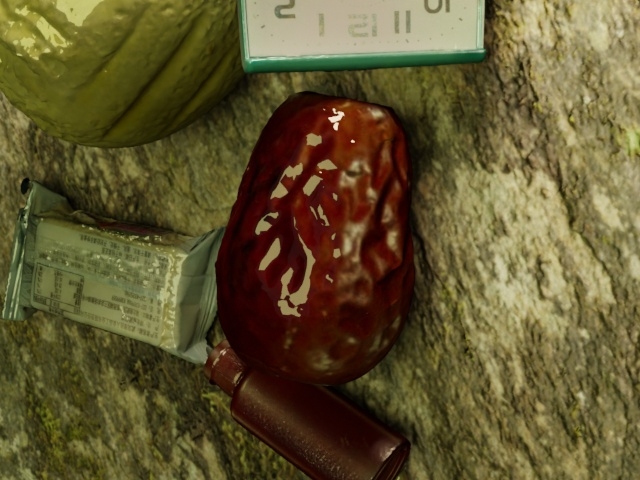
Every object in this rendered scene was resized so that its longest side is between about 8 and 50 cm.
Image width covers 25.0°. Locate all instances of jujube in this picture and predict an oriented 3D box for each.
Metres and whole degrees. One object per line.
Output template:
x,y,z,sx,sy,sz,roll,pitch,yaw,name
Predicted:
0.000,0.000,1.585,0.223,0.223,0.318,12,95,25,jujube

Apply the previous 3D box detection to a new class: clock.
0.038,-0.298,1.525,0.262,0.116,0.231,-4,102,-10,clock

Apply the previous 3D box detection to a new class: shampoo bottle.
-0.024,0.204,1.681,0.260,0.064,0.102,33,83,27,shampoo bottle

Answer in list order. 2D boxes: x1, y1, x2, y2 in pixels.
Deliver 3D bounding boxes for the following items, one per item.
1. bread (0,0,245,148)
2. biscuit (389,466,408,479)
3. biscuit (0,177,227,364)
-0.213,-0.252,1.596,0.320,0.320,0.237,-46,72,25,bread
0.012,0.357,1.716,0.250,0.032,0.133,-20,87,28,biscuit
-0.257,0.038,1.784,0.309,0.079,0.186,12,101,26,biscuit
